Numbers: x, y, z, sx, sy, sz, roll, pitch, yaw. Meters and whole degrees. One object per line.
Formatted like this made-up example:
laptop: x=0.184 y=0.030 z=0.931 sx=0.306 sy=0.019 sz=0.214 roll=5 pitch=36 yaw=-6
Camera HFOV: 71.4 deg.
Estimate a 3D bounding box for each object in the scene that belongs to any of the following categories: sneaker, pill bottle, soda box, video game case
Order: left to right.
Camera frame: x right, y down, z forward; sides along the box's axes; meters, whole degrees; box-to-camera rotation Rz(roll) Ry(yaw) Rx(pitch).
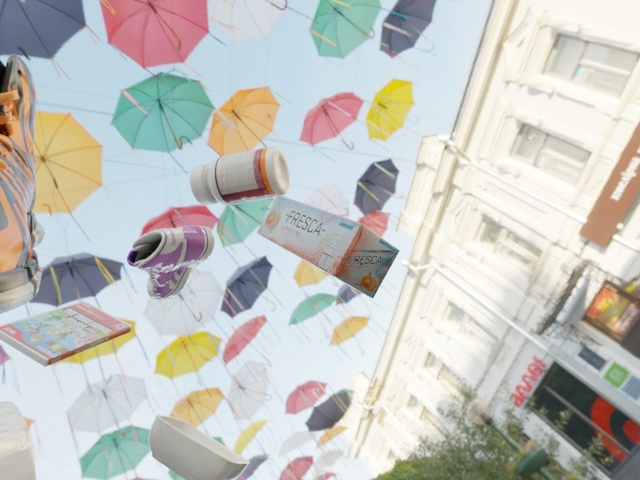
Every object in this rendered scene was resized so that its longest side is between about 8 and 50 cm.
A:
sneaker: x=-0.278 y=-0.058 z=0.325 sx=0.124 sy=0.321 sz=0.180 roll=-4 pitch=-75 yaw=-30
video game case: x=-0.716 y=0.253 z=1.260 sx=0.285 sy=0.203 sz=0.025 roll=-19 pitch=-51 yaw=-68
sneaker: x=-0.379 y=0.053 z=1.020 sx=0.160 sy=0.102 sz=0.282 roll=-3 pitch=-32 yaw=-46
pill bottle: x=-0.195 y=-0.151 z=1.085 sx=0.220 sy=0.121 sz=0.121 roll=-8 pitch=-37 yaw=17
soda box: x=0.000 y=0.000 z=0.497 sx=0.062 sy=0.183 sz=0.058 roll=32 pitch=-94 yaw=-35

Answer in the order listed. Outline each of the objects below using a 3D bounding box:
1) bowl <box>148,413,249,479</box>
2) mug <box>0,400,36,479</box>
bowl: x=-0.184 y=0.317 z=0.658 sx=0.053 sy=0.141 sz=0.142 roll=-60 pitch=-15 yaw=-20
mug: x=-0.670 y=0.385 z=0.664 sx=0.327 sy=0.374 sz=0.277 roll=6 pitch=-72 yaw=-50
